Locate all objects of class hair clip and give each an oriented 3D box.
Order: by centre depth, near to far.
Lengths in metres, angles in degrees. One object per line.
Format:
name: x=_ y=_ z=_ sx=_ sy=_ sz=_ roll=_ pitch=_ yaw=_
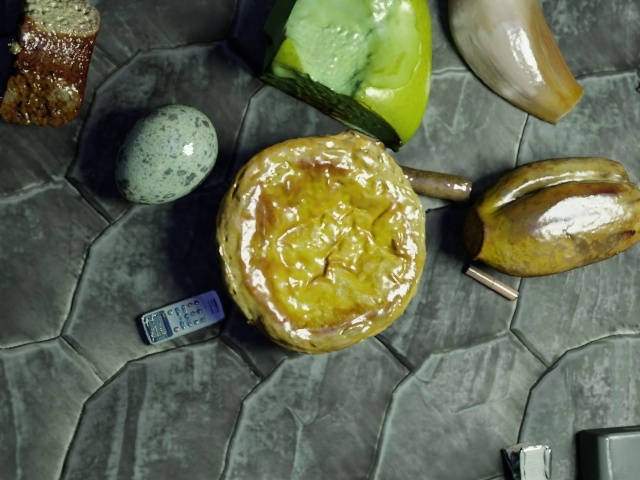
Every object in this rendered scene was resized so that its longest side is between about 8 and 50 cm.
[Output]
hair clip: x=0.330 y=0.432 z=1.351 sx=0.159 sy=0.071 sz=0.218 roll=-9 pitch=81 yaw=-7

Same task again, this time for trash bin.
trash bin: x=0.507 y=0.417 z=1.369 sx=0.177 sy=0.101 sz=0.236 roll=-3 pitch=84 yaw=-8

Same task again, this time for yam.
yam: x=0.080 y=-0.106 z=1.367 sx=0.327 sy=0.045 sz=0.045 roll=9 pitch=125 yaw=-7

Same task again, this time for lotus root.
lotus root: x=0.361 y=-0.041 z=1.344 sx=0.291 sy=0.193 sz=0.193 roll=-16 pitch=88 yaw=-7

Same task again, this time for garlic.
garlic: x=0.312 y=-0.325 z=1.404 sx=0.143 sy=0.112 sz=0.318 roll=-40 pitch=103 yaw=-13

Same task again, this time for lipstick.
lipstick: x=0.278 y=0.068 z=1.398 sx=0.094 sy=0.019 sz=0.019 roll=31 pitch=81 yaw=-6

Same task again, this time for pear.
pear: x=0.070 y=-0.321 z=1.318 sx=0.287 sy=0.176 sz=0.281 roll=28 pitch=81 yaw=-7

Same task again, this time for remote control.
remote control: x=-0.209 y=0.117 z=1.313 sx=0.125 sy=0.018 sz=0.053 roll=-19 pitch=88 yaw=-11

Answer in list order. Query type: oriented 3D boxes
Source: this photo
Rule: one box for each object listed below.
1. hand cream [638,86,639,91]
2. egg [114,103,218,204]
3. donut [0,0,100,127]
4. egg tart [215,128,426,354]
hand cream: x=0.589 y=-0.265 z=1.478 sx=0.093 sy=0.019 sz=0.030 roll=-13 pitch=89 yaw=-12
egg: x=-0.231 y=-0.124 z=1.273 sx=0.172 sy=0.132 sz=0.132 roll=-42 pitch=93 yaw=2
donut: x=-0.402 y=-0.277 z=1.273 sx=0.126 sy=0.144 sz=0.186 roll=12 pitch=53 yaw=-14
egg tart: x=0.001 y=0.004 z=1.296 sx=0.342 sy=0.129 sz=0.340 roll=0 pitch=90 yaw=-11
